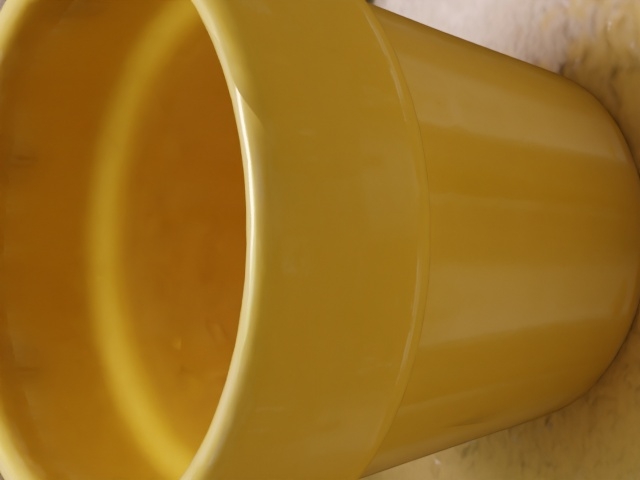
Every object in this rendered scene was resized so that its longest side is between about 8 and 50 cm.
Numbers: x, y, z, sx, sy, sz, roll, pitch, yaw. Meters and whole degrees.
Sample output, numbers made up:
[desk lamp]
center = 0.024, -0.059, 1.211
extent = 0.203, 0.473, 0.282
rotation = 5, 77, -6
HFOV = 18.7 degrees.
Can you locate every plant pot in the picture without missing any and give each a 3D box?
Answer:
[plant pot]
center = 0.000, 0.000, 0.838
extent = 0.254, 0.239, 0.254
rotation = -3, 86, 53

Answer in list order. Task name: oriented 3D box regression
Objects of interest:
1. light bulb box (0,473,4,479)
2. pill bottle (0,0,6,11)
[light bulb box]
center = -0.292, 0.178, 1.054
extent = 0.361, 0.358, 0.225
rotation = -32, 51, 1
[pill bottle]
center = -0.265, -0.299, 1.259
extent = 0.224, 0.224, 0.392
rotation = -41, 57, 49
